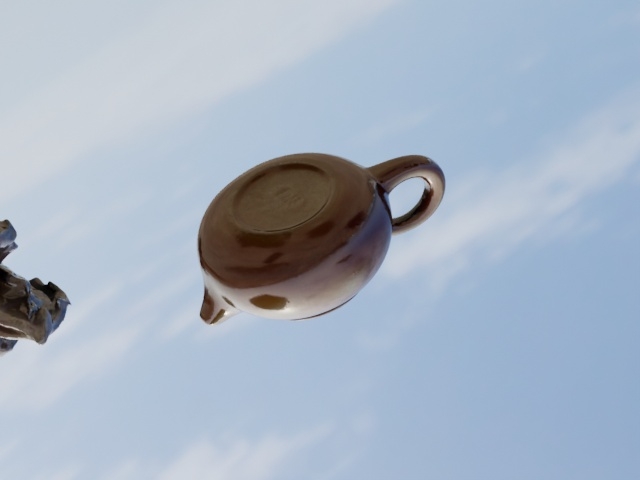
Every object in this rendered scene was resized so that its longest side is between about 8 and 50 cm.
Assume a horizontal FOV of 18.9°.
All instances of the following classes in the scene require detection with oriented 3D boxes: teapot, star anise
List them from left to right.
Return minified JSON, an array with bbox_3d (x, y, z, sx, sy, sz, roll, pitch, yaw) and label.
[{"bbox_3d":[-0.351,0.020,2.003,0.111,0.198,0.257,-28,-150,-20],"label":"star anise"},{"bbox_3d":[0.000,0.000,1.731,0.252,0.135,0.178,-25,-137,-10],"label":"teapot"}]
